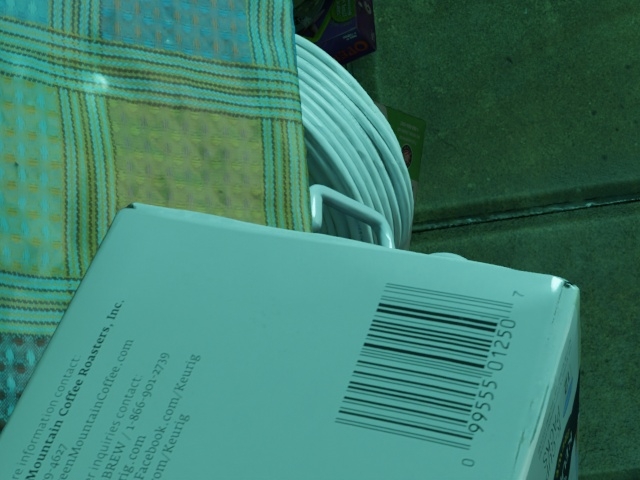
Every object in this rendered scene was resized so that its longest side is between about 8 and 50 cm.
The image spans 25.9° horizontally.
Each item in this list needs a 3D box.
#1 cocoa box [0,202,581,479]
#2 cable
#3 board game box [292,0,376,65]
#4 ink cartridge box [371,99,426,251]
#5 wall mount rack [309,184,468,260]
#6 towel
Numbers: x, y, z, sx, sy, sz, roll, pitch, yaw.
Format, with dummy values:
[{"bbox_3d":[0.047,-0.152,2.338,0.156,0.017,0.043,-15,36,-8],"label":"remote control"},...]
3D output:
[{"bbox_3d":[-0.030,0.197,0.620,0.228,0.231,0.347,75,30,-50],"label":"cocoa box"},{"bbox_3d":[-0.045,-0.052,1.171,0.089,0.257,0.257,-43,109,-37],"label":"cable"},{"bbox_3d":[-0.048,-0.304,1.515,0.056,0.208,0.347,40,37,-42],"label":"board game box"},{"bbox_3d":[0.000,0.000,1.427,0.211,0.121,0.289,9,88,-61],"label":"ink cartridge box"},{"bbox_3d":[-0.034,0.140,1.024,0.130,0.350,0.304,22,48,-39],"label":"wall mount rack"},{"bbox_3d":[-0.108,-0.068,0.840,0.271,0.040,0.370,3,76,-43],"label":"towel"}]
